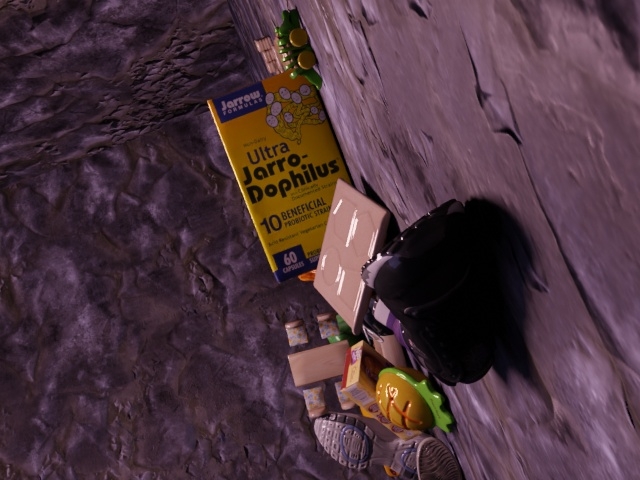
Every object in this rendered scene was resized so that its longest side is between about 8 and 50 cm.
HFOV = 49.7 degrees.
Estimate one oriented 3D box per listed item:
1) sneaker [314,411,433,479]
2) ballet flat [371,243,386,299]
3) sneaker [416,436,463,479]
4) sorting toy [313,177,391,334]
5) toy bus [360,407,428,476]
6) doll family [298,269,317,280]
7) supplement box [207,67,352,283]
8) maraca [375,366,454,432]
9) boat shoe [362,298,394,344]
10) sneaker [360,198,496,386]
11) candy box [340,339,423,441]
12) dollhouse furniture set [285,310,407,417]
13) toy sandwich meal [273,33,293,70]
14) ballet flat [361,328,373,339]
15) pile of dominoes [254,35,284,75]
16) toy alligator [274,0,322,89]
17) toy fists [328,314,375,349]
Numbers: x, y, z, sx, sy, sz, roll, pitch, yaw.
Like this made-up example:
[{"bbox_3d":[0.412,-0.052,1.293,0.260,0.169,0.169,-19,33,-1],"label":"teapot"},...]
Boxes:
[{"bbox_3d":[0.130,0.453,1.559,0.129,0.297,0.111,-51,-21,-82],"label":"sneaker"},{"bbox_3d":[0.079,0.022,1.146,0.073,0.080,0.232,33,-156,-37],"label":"ballet flat"},{"bbox_3d":[0.239,0.479,1.369,0.118,0.083,0.222,-135,23,-85],"label":"sneaker"},{"bbox_3d":[0.050,0.019,1.077,0.208,0.038,0.192,-131,51,-63],"label":"sorting toy"},{"bbox_3d":[0.200,0.501,1.786,0.332,0.130,0.108,-123,12,-78],"label":"toy bus"},{"bbox_3d":[0.000,0.000,1.500,0.118,0.163,0.262,-116,5,-60],"label":"doll family"},{"bbox_3d":[-0.057,-0.124,1.329,0.195,0.194,0.356,-138,26,-85],"label":"supplement box"},{"bbox_3d":[0.165,0.280,1.214,0.127,0.099,0.186,60,154,-14],"label":"maraca"},{"bbox_3d":[0.112,0.147,1.332,0.095,0.079,0.254,63,178,11],"label":"boat shoe"},{"bbox_3d":[0.118,0.061,0.621,0.124,0.107,0.283,52,176,19],"label":"sneaker"},{"bbox_3d":[0.125,0.294,1.349,0.187,0.053,0.109,40,-147,-19],"label":"candy box"},{"bbox_3d":[0.054,0.263,1.528,0.161,0.242,0.212,133,123,-87],"label":"dollhouse furniture set"},{"bbox_3d":[-0.067,-0.376,1.383,0.085,0.029,0.085,63,175,9],"label":"toy sandwich meal"},{"bbox_3d":[0.103,0.152,1.697,0.203,0.074,0.074,-117,6,-48],"label":"ballet flat"},{"bbox_3d":[-0.112,-0.414,1.834,0.196,0.040,0.251,-118,8,-67],"label":"pile of dominoes"},{"bbox_3d":[-0.050,-0.330,1.122,0.056,0.051,0.189,-128,17,-80],"label":"toy alligator"},{"bbox_3d":[0.093,0.248,1.770,0.142,0.096,0.279,48,-170,15],"label":"toy fists"}]
